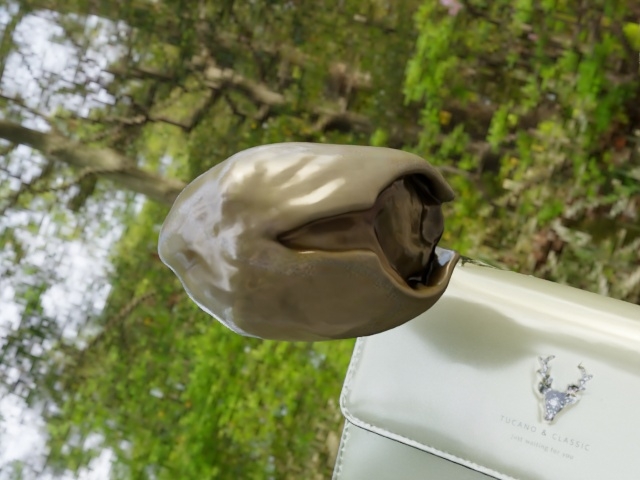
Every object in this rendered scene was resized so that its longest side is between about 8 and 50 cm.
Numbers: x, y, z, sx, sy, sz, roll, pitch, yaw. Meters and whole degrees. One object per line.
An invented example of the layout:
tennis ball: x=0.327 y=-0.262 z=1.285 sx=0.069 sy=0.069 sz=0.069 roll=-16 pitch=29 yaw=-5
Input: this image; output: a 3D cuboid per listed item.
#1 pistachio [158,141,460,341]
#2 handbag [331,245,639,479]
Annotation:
pistachio: x=0.000 y=0.000 z=0.832 sx=0.238 sy=0.153 sz=0.138 roll=-4 pitch=-82 yaw=-29
handbag: x=0.198 y=0.155 z=0.936 sx=0.160 sy=0.358 sz=0.237 roll=2 pitch=-78 yaw=-57
